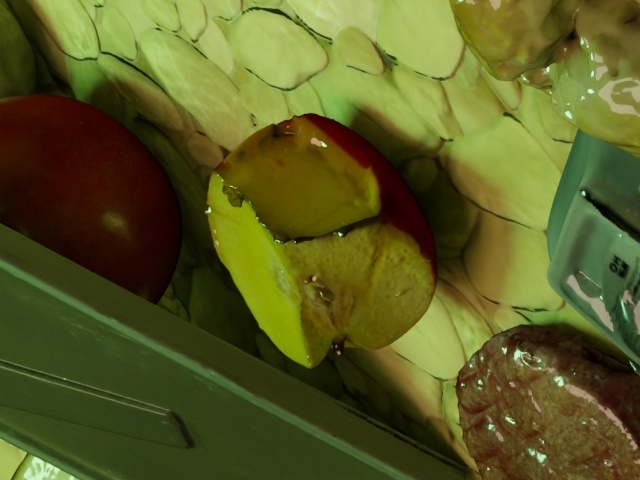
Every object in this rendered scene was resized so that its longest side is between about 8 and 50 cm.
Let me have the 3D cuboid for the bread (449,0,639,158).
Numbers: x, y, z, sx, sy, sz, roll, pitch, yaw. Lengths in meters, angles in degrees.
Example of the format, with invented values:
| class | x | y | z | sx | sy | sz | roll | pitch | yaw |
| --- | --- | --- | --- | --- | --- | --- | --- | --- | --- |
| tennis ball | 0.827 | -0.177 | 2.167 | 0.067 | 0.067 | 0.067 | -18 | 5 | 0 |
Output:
| class | x | y | z | sx | sy | sz | roll | pitch | yaw |
| --- | --- | --- | --- | --- | --- | --- | --- | --- | --- |
| bread | 0.148 | -0.121 | 0.798 | 0.244 | 0.134 | 0.244 | 22 | 143 | 17 |

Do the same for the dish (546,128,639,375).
| class | x | y | z | sx | sy | sz | roll | pitch | yaw |
| --- | --- | --- | --- | --- | --- | --- | --- | --- | --- |
| dish | 0.200 | 0.027 | 0.961 | 0.243 | 0.080 | 0.182 | 42 | 149 | 23 |

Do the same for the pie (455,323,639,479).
| class | x | y | z | sx | sy | sz | roll | pitch | yaw |
| --- | --- | --- | --- | --- | --- | --- | --- | --- | --- |
| pie | 0.154 | 0.132 | 1.165 | 0.182 | 0.049 | 0.182 | 35 | 146 | 28 |

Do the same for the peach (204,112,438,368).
| class | x | y | z | sx | sy | sz | roll | pitch | yaw |
| --- | --- | --- | --- | --- | --- | --- | --- | --- | --- |
| peach | 0.001 | 0.000 | 1.187 | 0.151 | 0.118 | 0.151 | 5 | 129 | 6 |

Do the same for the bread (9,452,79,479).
| class | x | y | z | sx | sy | sz | roll | pitch | yaw |
| --- | --- | --- | --- | --- | --- | --- | --- | --- | --- |
| bread | -0.268 | 0.328 | 1.814 | 0.183 | 0.211 | 0.224 | 44 | 155 | 32 |

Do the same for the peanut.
| class | x | y | z | sx | sy | sz | roll | pitch | yaw |
| --- | --- | --- | --- | --- | --- | --- | --- | --- | --- |
| peanut | -0.269 | -0.104 | 1.506 | 0.104 | 0.086 | 0.228 | 53 | 154 | 25 |

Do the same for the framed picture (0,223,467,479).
| class | x | y | z | sx | sy | sz | roll | pitch | yaw |
| --- | --- | --- | --- | --- | --- | --- | --- | --- | --- |
| framed picture | -0.148 | 0.120 | 1.418 | 0.446 | 0.028 | 0.326 | 29 | 151 | -8 |

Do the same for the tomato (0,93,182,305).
| class | x | y | z | sx | sy | sz | roll | pitch | yaw |
| --- | --- | --- | --- | --- | --- | --- | --- | --- | --- |
| tomato | -0.188 | -0.021 | 1.410 | 0.195 | 0.136 | 0.195 | 31 | 146 | 23 |
